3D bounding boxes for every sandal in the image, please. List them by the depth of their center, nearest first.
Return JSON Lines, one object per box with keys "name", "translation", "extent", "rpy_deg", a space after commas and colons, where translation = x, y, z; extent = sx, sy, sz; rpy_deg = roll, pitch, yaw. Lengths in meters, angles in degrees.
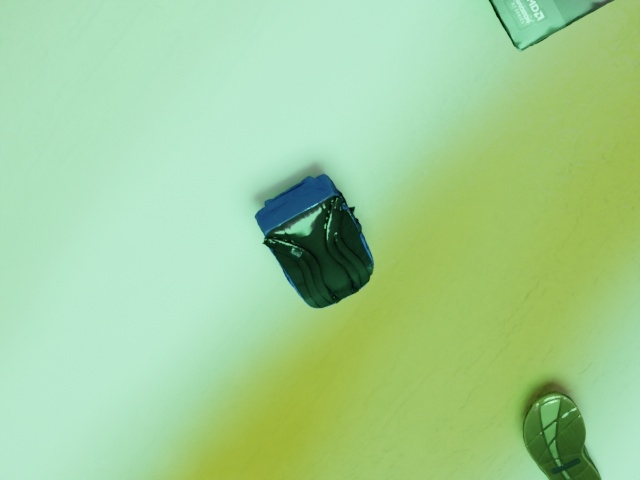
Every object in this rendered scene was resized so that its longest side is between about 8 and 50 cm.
{"name": "sandal", "translation": [0.277, 0.235, 1.717], "extent": [0.072, 0.049, 0.180], "rpy_deg": [-23, 128, 7]}

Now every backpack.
{"name": "backpack", "translation": [0.000, 0.000, 1.545], "extent": [0.098, 0.101, 0.120], "rpy_deg": [-28, 117, 6]}

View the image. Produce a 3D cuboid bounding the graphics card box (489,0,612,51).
{"name": "graphics card box", "translation": [0.293, -0.369, 1.404], "extent": [0.371, 0.094, 0.232], "rpy_deg": [-27, 104, 11]}
